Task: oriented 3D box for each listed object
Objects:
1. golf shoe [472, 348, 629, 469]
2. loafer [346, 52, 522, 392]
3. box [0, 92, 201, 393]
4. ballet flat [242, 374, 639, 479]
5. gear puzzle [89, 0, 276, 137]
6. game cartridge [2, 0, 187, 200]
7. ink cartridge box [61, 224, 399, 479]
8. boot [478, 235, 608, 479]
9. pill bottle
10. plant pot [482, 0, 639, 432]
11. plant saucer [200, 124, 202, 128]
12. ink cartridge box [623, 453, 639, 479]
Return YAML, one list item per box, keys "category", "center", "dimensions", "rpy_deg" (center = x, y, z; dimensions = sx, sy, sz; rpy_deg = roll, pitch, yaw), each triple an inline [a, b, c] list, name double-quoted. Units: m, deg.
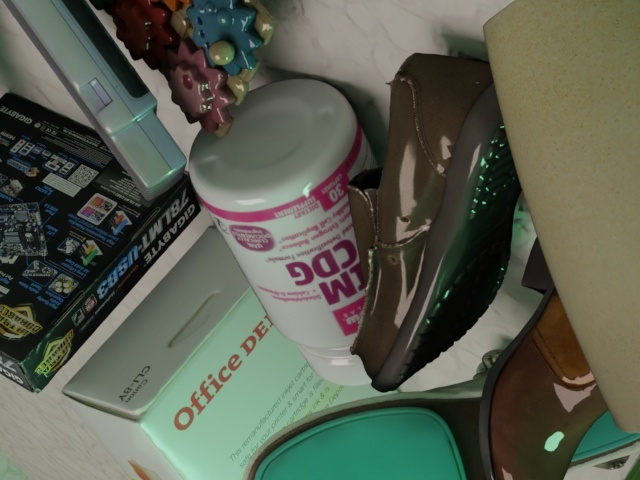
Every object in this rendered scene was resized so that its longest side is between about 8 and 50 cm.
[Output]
- category: "golf shoe"
  center: [0.239, 0.172, 1.542]
  dimensions: [0.176, 0.069, 0.086]
  rpy_deg: [35, 174, 15]
- category: "loafer"
  center: [0.090, -0.020, 1.304]
  dimensions: [0.130, 0.134, 0.366]
  rpy_deg: [38, 135, 23]
- category: "box"
  center: [-0.339, -0.008, 1.717]
  dimensions: [0.295, 0.293, 0.073]
  rpy_deg: [24, 151, 27]
- category: "ballet flat"
  center: [0.125, 0.184, 1.381]
  dimensions: [0.139, 0.400, 0.139]
  rpy_deg: [164, 90, -85]
- category: "gear puzzle"
  center: [-0.178, -0.249, 1.330]
  dimensions: [0.339, 0.044, 0.175]
  rpy_deg: [48, 142, 14]
- category: "game cartridge"
  center: [-0.241, -0.198, 1.403]
  dimensions: [0.355, 0.068, 0.230]
  rpy_deg: [54, 170, -3]
- category: "ink cartridge box"
  center: [-0.070, 0.212, 1.743]
  dimensions: [0.160, 0.279, 0.384]
  rpy_deg: [10, 141, 47]
- category: "boot"
  center: [0.273, 0.119, 1.199]
  dimensions: [0.280, 0.264, 0.096]
  rpy_deg: [11, 167, 46]
- category: "pill bottle"
  center: [0.000, 0.000, 1.440]
  dimensions: [0.160, 0.160, 0.283]
  rpy_deg: [16, 147, 39]
- category: "plant pot"
  center: [0.231, -0.058, 0.986]
  dimensions: [0.274, 0.256, 0.256]
  rpy_deg: [58, 153, -2]
- category: "plant saucer"
  center: [-0.094, -0.107, 1.558]
  dimensions: [0.083, 0.015, 0.083]
  rpy_deg: [30, 154, 17]
- category: "ink cartridge box"
  center: [0.325, 0.268, 1.508]
  dimensions: [0.062, 0.109, 0.209]
  rpy_deg: [31, 153, 17]
